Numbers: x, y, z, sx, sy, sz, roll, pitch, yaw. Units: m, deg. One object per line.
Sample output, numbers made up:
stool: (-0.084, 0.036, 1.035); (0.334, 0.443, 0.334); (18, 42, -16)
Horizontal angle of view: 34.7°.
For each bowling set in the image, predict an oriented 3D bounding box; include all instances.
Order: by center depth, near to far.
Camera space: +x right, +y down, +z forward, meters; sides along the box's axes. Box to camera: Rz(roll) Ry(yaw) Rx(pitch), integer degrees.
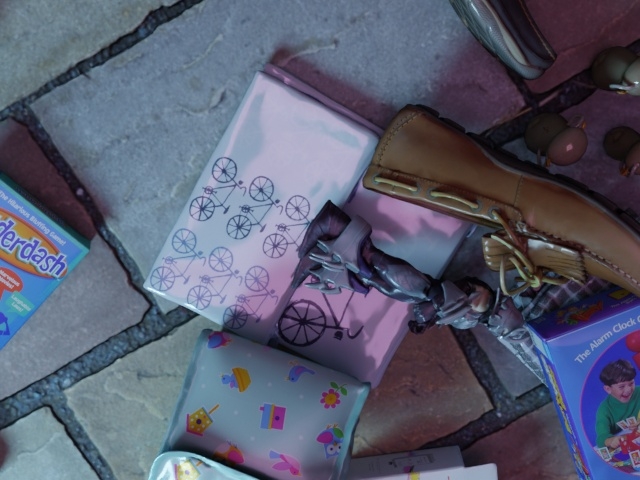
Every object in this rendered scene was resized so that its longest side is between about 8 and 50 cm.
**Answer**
bowling set: (0.401, -0.152, 1.196); (0.200, 0.154, 0.287); (38, 100, -10)

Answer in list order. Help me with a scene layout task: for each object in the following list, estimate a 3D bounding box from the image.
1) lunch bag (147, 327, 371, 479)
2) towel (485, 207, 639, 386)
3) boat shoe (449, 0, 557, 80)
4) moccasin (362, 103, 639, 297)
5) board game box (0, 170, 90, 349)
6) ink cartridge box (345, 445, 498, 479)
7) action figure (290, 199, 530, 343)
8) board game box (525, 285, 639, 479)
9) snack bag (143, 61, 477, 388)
lunch bag: (-0.081, 0.263, 1.234); (0.224, 0.160, 0.262); (20, 78, 4)
towel: (0.382, 0.123, 1.283); (0.235, 0.121, 0.284); (-44, 102, 8)
boat shoe: (0.181, -0.347, 1.151); (0.130, 0.132, 0.355); (-33, 104, 6)
moccasin: (0.219, -0.015, 1.144); (0.380, 0.139, 0.147); (29, 91, 14)
board game box: (-0.409, 0.034, 1.247); (0.160, 0.047, 0.210); (41, 93, -18)
ink cartridge box: (0.135, 0.342, 1.356); (0.198, 0.067, 0.115); (-7, 105, 1)
action figure: (0.112, 0.059, 1.206); (0.285, 0.185, 0.099); (23, 74, 6)
board game box: (0.445, 0.145, 1.195); (0.347, 0.078, 0.233); (-21, 103, -1)
snack bag: (0.000, 0.000, 1.280); (0.343, 0.037, 0.323); (29, 101, -9)
